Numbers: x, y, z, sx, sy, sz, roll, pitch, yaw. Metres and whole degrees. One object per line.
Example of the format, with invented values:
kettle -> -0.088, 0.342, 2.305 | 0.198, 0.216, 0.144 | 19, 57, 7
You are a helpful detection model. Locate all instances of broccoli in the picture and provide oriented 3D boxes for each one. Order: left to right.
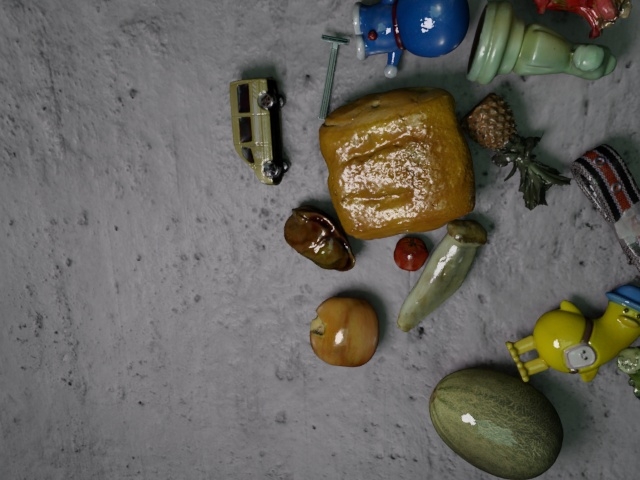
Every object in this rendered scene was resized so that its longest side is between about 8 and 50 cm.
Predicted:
broccoli -> 0.749, 0.296, 1.202 | 0.145, 0.304, 0.165 | 7, 76, 47

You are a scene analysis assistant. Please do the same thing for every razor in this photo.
razor -> 0.020, -0.383, 1.246 | 0.068, 0.037, 0.191 | 10, 109, 2

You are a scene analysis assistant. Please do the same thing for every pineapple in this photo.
pineapple -> 0.436, -0.196, 1.186 | 0.277, 0.130, 0.119 | 46, 147, -5

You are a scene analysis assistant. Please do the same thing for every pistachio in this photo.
pistachio -> 0.000, 0.000, 1.300 | 0.210, 0.165, 0.130 | 40, 66, 7

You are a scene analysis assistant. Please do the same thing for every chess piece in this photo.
chess piece -> 0.470, -0.393, 1.101 | 0.298, 0.176, 0.176 | 12, 107, 5

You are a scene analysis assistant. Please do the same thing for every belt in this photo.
belt -> 0.697, -0.051, 1.186 | 0.094, 0.126, 0.359 | -34, 97, 14

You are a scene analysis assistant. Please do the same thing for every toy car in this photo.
toy car -> -0.150, -0.262, 1.275 | 0.124, 0.101, 0.257 | 1, 104, 13

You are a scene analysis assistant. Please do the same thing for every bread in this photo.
bread -> 0.170, -0.168, 1.188 | 0.328, 0.148, 0.337 | -6, 106, 27

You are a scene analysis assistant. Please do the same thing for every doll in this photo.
doll -> 0.195, -0.472, 1.149 | 0.257, 0.161, 0.215 | 3, 120, 25
doll -> 0.640, 0.230, 1.262 | 0.363, 0.145, 0.199 | -25, 88, 10

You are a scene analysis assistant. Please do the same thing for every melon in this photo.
melon -> 0.432, 0.449, 1.304 | 0.329, 0.248, 0.248 | 22, 107, 4

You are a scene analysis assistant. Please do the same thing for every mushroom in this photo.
mushroom -> 0.299, 0.093, 1.308 | 0.107, 0.087, 0.333 | 19, 114, -10

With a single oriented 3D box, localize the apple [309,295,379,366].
apple -> 0.061, 0.228, 1.343 | 0.199, 0.199, 0.199 | 2, 106, 8

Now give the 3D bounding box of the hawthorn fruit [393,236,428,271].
hawthorn fruit -> 0.224, 0.037, 1.308 | 0.093, 0.093, 0.093 | 2, 106, 8

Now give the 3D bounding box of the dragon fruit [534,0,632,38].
dragon fruit -> 0.495, -0.484, 1.014 | 0.211, 0.262, 0.134 | 46, 107, 5
